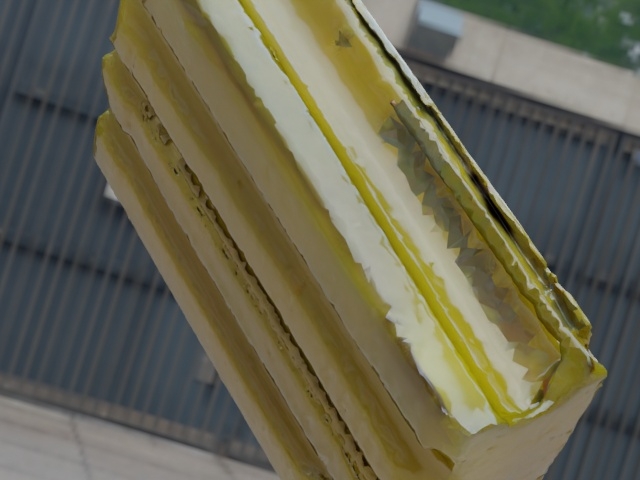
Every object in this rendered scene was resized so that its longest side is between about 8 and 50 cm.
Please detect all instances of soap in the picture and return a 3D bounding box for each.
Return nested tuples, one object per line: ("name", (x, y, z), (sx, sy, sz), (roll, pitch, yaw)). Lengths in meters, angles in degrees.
("soap", (0.000, 0.001, 0.766), (0.096, 0.324, 0.204), (-20, -27, -26))
